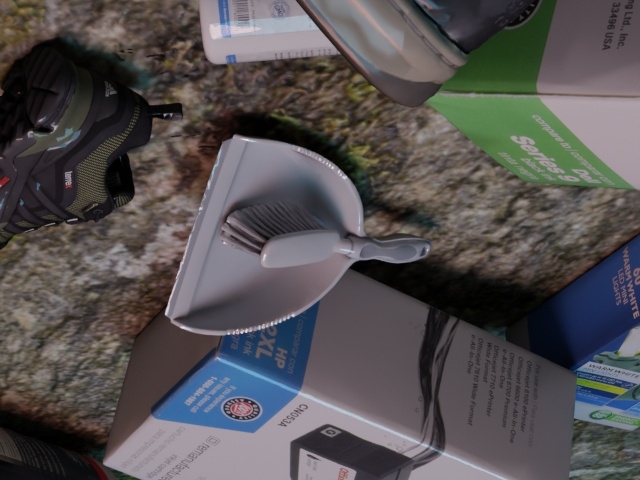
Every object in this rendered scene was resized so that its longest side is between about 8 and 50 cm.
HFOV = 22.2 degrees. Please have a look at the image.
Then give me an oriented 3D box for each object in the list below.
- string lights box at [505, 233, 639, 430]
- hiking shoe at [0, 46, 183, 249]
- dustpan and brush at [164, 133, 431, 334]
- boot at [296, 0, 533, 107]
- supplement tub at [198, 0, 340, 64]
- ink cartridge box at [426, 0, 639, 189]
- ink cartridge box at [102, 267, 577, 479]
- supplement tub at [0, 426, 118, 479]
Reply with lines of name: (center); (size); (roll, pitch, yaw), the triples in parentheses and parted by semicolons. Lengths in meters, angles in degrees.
string lights box: (0.280, 0.062, 1.317); (0.133, 0.077, 0.259); (14, 146, -26)
hiking shoe: (-0.183, -0.031, 1.071); (0.114, 0.086, 0.227); (18, 143, -29)
dustpan and brush: (0.000, 0.000, 1.155); (0.211, 0.060, 0.147); (-5, 121, -52)
boot: (0.042, -0.264, 0.615); (0.284, 0.138, 0.377); (-32, 113, 12)
supplement tub: (-0.015, -0.138, 0.922); (0.107, 0.071, 0.071); (-4, 151, -1)
ink cartridge box: (0.215, -0.130, 0.724); (0.289, 0.211, 0.121); (7, 162, 38)
ink cartridge box: (0.016, 0.143, 1.298); (0.307, 0.129, 0.223); (25, 141, -18)
supplement tub: (-0.321, 0.256, 1.457); (0.191, 0.191, 0.272); (-25, 145, 31)
